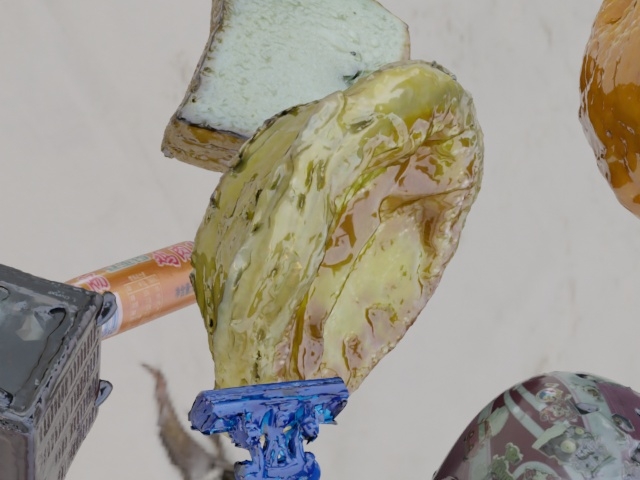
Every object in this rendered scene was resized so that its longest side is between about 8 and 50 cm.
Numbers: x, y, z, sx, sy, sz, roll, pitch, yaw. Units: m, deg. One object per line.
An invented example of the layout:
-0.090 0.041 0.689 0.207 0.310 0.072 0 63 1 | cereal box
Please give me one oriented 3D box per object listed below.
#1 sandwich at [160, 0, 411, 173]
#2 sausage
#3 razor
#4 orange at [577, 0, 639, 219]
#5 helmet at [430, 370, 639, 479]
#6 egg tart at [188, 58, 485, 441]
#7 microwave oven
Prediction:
-0.026 -0.180 1.496 0.249 0.095 0.273 19 57 -10 | sandwich
-0.204 0.058 1.351 0.234 0.071 0.071 -21 111 -55 | sausage
-0.054 0.231 0.765 0.093 0.056 0.324 0 116 -34 | razor
0.366 -0.139 1.005 0.293 0.340 0.340 25 66 -8 | orange
0.155 0.133 0.745 0.153 0.177 0.107 22 92 -23 | helmet
0.000 0.001 1.042 0.341 0.132 0.341 -44 153 -29 | egg tart
-0.325 0.115 1.157 0.178 0.247 0.188 -69 171 -50 | microwave oven
